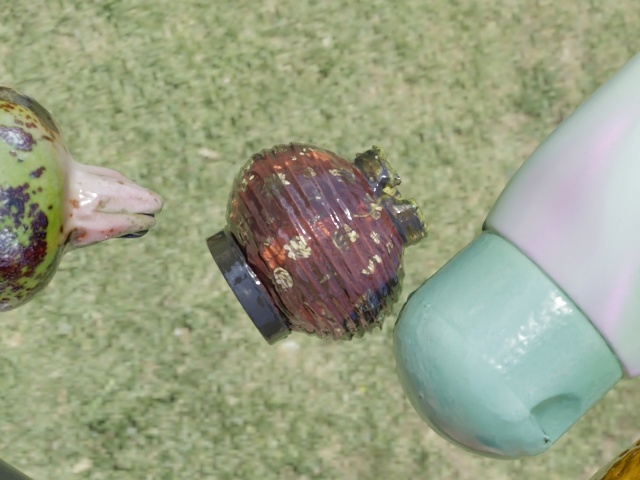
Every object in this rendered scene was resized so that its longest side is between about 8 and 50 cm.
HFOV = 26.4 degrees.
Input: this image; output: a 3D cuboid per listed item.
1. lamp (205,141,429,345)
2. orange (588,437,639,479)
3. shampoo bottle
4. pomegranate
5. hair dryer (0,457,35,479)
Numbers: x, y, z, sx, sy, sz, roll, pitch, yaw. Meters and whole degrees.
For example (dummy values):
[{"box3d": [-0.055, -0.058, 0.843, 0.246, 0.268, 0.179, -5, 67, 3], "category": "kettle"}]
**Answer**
[{"box3d": [0.000, 0.000, 1.497, 0.247, 0.247, 0.246, 9, 78, -45], "category": "lamp"}, {"box3d": [0.249, 0.275, 0.899, 0.263, 0.196, 0.334, -13, 93, -55], "category": "orange"}, {"box3d": [0.202, 0.009, 0.960, 0.349, 0.151, 0.222, -41, 139, -3], "category": "shampoo bottle"}, {"box3d": [-0.190, -0.021, 0.843, 0.163, 0.126, 0.138, 17, 61, -41], "category": "pomegranate"}, {"box3d": [-0.215, 0.250, 0.833, 0.089, 0.197, 0.251, -29, 142, -64], "category": "hair dryer"}]
